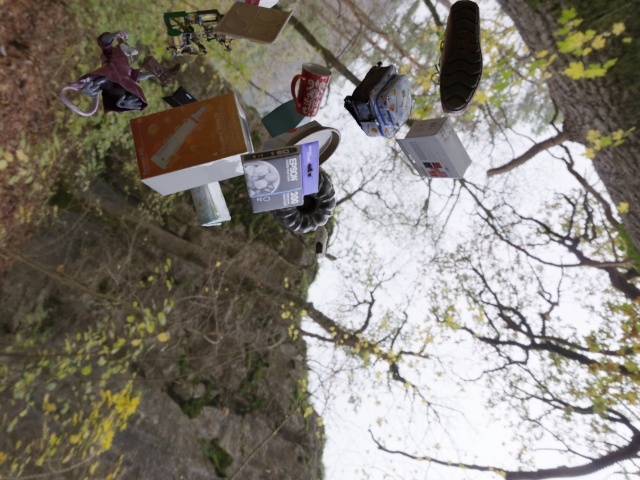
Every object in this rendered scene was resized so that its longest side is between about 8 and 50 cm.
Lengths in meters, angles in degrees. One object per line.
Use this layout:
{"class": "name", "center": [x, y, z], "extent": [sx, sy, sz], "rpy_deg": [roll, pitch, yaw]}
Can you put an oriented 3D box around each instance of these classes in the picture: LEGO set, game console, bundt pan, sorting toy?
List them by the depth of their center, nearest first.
{"class": "sorting toy", "center": [-0.207, -0.671, 1.258], "extent": [0.038, 0.208, 0.193], "rpy_deg": [91, 13, -54]}
{"class": "LEGO set", "center": [-0.551, -0.900, 1.842], "extent": [0.331, 0.255, 0.192], "rpy_deg": [-25, 151, -22]}
{"class": "bundt pan", "center": [-0.074, -0.177, 1.870], "extent": [0.331, 0.331, 0.124], "rpy_deg": [-51, -149, 12]}
{"class": "game console", "center": [-0.675, -0.677, 1.953], "extent": [0.107, 0.122, 0.071], "rpy_deg": [-49, -123, 2]}

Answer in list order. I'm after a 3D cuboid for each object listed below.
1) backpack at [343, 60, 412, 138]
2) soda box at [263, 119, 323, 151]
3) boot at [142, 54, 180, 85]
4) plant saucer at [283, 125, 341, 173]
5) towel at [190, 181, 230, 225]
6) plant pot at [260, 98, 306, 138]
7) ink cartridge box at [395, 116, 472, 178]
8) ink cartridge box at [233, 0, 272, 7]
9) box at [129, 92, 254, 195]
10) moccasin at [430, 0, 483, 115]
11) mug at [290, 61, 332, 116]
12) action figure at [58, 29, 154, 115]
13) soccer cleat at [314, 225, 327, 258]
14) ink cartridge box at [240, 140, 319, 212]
{"class": "backpack", "center": [0.266, -0.567, 1.707], "extent": [0.213, 0.263, 0.276], "rpy_deg": [24, -114, 34]}
{"class": "soda box", "center": [-0.097, -0.387, 1.641], "extent": [0.286, 0.098, 0.091], "rpy_deg": [-34, 158, -33]}
{"class": "boot", "center": [-0.593, -0.656, 1.514], "extent": [0.037, 0.114, 0.106], "rpy_deg": [23, -102, 44]}
{"class": "plant saucer", "center": [-0.049, -0.326, 1.494], "extent": [0.278, 0.041, 0.278], "rpy_deg": [-30, 166, -8]}
{"class": "towel", "center": [-0.526, -0.227, 1.863], "extent": [0.090, 0.321, 0.374], "rpy_deg": [-19, -176, -2]}
{"class": "plant pot", "center": [-0.161, -0.657, 2.188], "extent": [0.234, 0.165, 0.165], "rpy_deg": [-32, -177, 31]}
{"class": "ink cartridge box", "center": [0.581, -0.469, 2.096], "extent": [0.272, 0.309, 0.130], "rpy_deg": [13, -117, 52]}
{"class": "ink cartridge box", "center": [-0.358, -1.247, 1.932], "extent": [0.226, 0.306, 0.131], "rpy_deg": [-57, -170, -32]}
{"class": "box", "center": [-0.407, -0.311, 1.334], "extent": [0.345, 0.215, 0.168], "rpy_deg": [-15, 169, 0]}
{"class": "moccasin", "center": [0.439, -0.576, 1.315], "extent": [0.147, 0.139, 0.380], "rpy_deg": [75, 16, -76]}
{"class": "mug", "center": [-0.051, -0.563, 1.519], "extent": [0.113, 0.150, 0.169], "rpy_deg": [-107, -152, -43]}
{"class": "action figure", "center": [-0.756, -0.614, 1.505], "extent": [0.275, 0.248, 0.370], "rpy_deg": [-23, -124, 8]}
{"class": "soccer cleat", "center": [0.000, 0.000, 2.135], "extent": [0.068, 0.076, 0.196], "rpy_deg": [-5, -113, 12]}
{"class": "ink cartridge box", "center": [-0.100, -0.168, 1.108], "extent": [0.206, 0.208, 0.045], "rpy_deg": [91, -16, -56]}
